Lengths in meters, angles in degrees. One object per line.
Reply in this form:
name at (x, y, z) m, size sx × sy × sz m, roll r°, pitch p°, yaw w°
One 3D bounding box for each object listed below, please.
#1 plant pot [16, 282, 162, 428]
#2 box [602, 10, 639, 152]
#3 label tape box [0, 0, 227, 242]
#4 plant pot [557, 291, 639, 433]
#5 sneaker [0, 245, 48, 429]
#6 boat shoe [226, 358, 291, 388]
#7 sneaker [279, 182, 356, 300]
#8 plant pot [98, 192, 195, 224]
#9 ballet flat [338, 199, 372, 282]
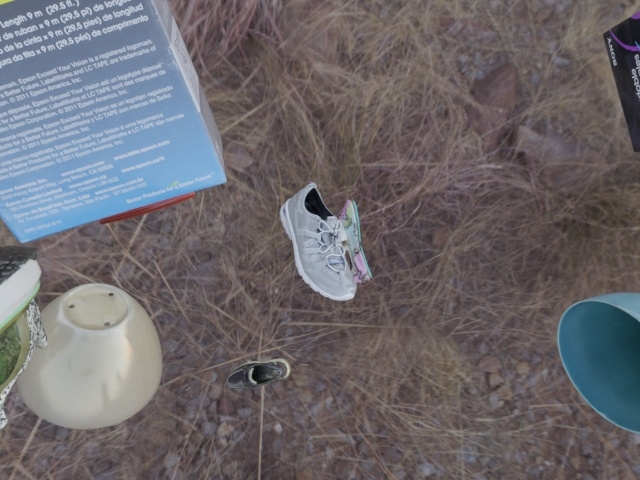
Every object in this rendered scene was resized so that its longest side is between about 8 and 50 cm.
plant pot at (-0.450, 0.198, 1.171) m, size 0.284 × 0.191 × 0.284 m, roll 13°, pitch 37°, yaw -10°
box at (0.286, -0.134, 0.461) m, size 0.029 × 0.162 × 0.116 m, roll -16°, pitch 92°, yaw 0°
label tape box at (-0.258, -0.179, 0.564) m, size 0.240 × 0.334 × 0.106 m, roll -16°, pitch 39°, yaw 1°
plant pot at (0.682, 0.228, 1.242) m, size 0.195 × 0.290 × 0.290 m, roll -20°, pitch 81°, yaw -22°
sneaker at (-0.407, 0.178, 0.649) m, size 0.158 × 0.410 × 0.182 m, roll -5°, pitch 123°, yaw 13°
boat shoe at (-0.138, 0.281, 1.240) m, size 0.152 × 0.049 × 0.056 m, roll -21°, pitch 80°, yaw 20°
sneaker at (0.000, 0.000, 1.256) m, size 0.105 × 0.115 × 0.281 m, roll -6°, pitch 56°, yaw -41°
plant pot at (-0.507, -0.176, 1.516) m, size 0.235 × 0.267 × 0.267 m, roll -31°, pitch 104°, yaw -17°
ballet flat at (0.070, 0.011, 1.469) m, size 0.079 × 0.077 × 0.222 m, roll -15°, pitch 112°, yaw -2°
